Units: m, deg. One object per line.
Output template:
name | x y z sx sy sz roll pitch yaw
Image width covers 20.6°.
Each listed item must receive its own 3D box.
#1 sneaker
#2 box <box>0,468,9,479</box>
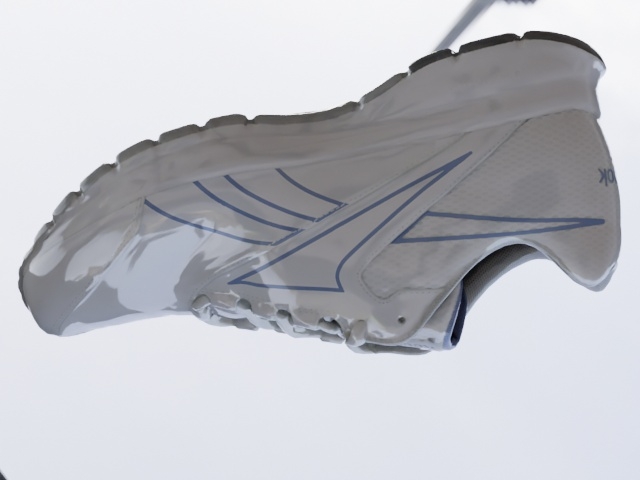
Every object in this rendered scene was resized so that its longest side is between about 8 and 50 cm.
sneaker | 0.000 0.000 0.819 0.111 0.297 0.129 27 -133 -75
box | -0.340 0.291 0.943 0.472 0.297 0.480 60 -165 -15
